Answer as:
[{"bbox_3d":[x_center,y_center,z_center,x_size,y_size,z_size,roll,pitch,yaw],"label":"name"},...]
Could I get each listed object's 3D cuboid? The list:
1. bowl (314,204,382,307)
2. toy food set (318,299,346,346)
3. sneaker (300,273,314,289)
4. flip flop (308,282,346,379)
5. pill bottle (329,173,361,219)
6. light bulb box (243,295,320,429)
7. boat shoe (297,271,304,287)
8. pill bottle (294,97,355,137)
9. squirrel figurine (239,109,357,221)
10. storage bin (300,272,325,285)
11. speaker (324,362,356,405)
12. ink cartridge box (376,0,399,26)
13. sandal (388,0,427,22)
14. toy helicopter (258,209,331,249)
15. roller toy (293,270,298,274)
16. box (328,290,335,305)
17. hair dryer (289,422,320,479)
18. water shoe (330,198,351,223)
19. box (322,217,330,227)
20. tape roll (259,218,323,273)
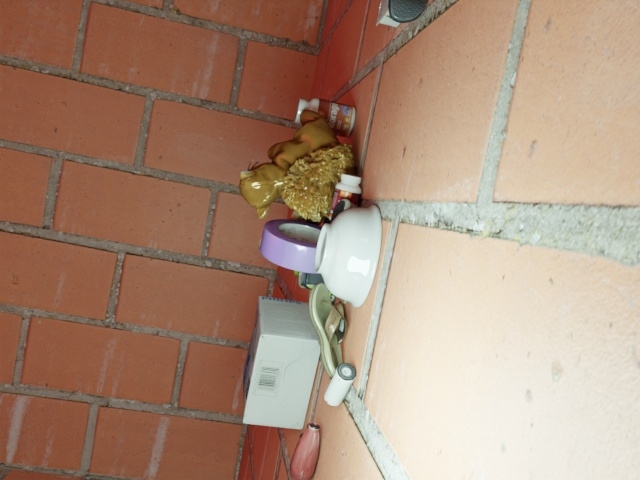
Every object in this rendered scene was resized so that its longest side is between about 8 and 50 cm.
[{"bbox_3d":[0.065,0.032,1.650,0.298,0.133,0.298,-169,90,-80],"label":"bowl"},{"bbox_3d":[0.051,0.251,1.805,0.132,0.038,0.192,-136,63,-70],"label":"toy food set"},{"bbox_3d":[-0.012,0.084,2.283,0.097,0.084,0.235,-34,42,42],"label":"sneaker"},{"bbox_3d":[0.036,0.252,1.653,0.112,0.080,0.277,19,-125,-58],"label":"flip flop"},{"bbox_3d":[0.082,-0.131,1.860,0.086,0.085,0.152,-122,43,-76],"label":"pill bottle"},{"bbox_3d":[-0.152,0.443,2.191,0.361,0.225,0.358,-115,37,-72],"label":"light bulb box"},{"bbox_3d":[-0.064,0.097,2.507,0.065,0.075,0.206,-127,43,-73],"label":"boat shoe"},{"bbox_3d":[0.016,-0.468,2.218,0.121,0.215,0.121,-170,90,-81],"label":"pill bottle"},{"bbox_3d":[-0.087,-0.226,2.017,0.397,0.370,0.281,38,150,53],"label":"squirrel figurine"},{"bbox_3d":[-0.013,0.104,2.143,0.098,0.090,0.135,148,131,-77],"label":"storage bin"},{"bbox_3d":[0.052,0.387,1.571,0.055,0.055,0.136,-89,13,-45],"label":"speaker"},{"bbox_3d":[0.222,-0.702,1.733,0.181,0.061,0.105,-167,88,-80],"label":"ink cartridge box"},{"bbox_3d":[0.238,-0.662,1.537,0.054,0.097,0.255,126,163,-66],"label":"sandal"},{"bbox_3d":[-0.101,-0.048,2.222,0.355,0.140,0.235,-35,-30,-35],"label":"toy helicopter"},{"bbox_3d":[-0.112,0.028,2.638,0.191,0.146,0.210,112,166,-48],"label":"roller toy"},{"bbox_3d":[0.013,0.206,1.969,0.052,0.062,0.084,-141,61,-81],"label":"box"},{"bbox_3d":[-0.056,0.650,1.841,0.294,0.080,0.224,113,165,-51],"label":"hair dryer"},{"bbox_3d":[0.073,-0.035,1.813,0.073,0.080,0.203,-124,44,-55],"label":"water shoe"},{"bbox_3d":[0.019,-0.042,2.335,0.067,0.018,0.083,-94,17,-54],"label":"box"},{"bbox_3d":[-0.063,0.016,1.983,0.275,0.274,0.090,-107,30,-70],"label":"tape roll"}]
